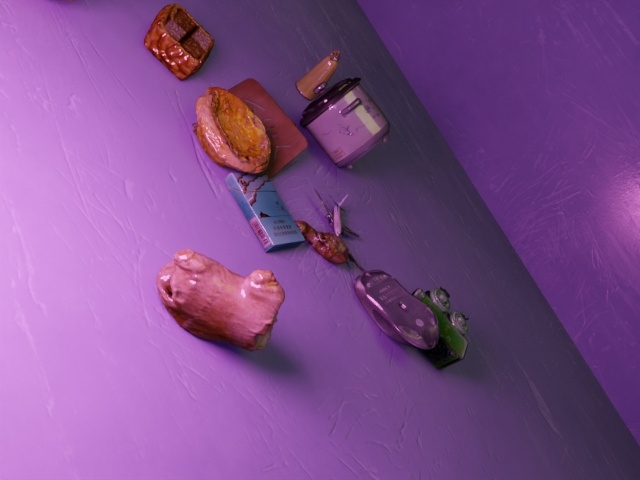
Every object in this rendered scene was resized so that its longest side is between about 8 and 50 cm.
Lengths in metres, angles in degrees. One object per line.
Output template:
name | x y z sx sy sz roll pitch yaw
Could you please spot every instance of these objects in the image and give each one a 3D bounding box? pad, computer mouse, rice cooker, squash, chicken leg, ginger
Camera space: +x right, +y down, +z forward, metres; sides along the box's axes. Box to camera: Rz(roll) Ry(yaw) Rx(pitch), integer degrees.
pad | -0.187 -0.341 1.994 0.284 0.018 0.286 49 40 -6
computer mouse | 0.194 0.183 1.957 0.167 0.090 0.379 -19 59 -41
rice cooker | 0.080 -0.420 2.319 0.316 0.264 0.317 45 -14 14
squash | 0.004 -0.630 2.489 0.094 0.224 0.094 30 37 -26
chicken leg | -0.002 0.001 1.905 0.197 0.069 0.085 32 57 -23
ginger | -0.190 0.110 1.322 0.276 0.221 0.130 48 35 -27

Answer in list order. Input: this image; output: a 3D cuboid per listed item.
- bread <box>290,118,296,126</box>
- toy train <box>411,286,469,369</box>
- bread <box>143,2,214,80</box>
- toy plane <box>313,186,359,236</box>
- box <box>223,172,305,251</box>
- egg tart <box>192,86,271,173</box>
bread | -0.111 -0.357 2.156 0.066 0.060 0.110 58 21 -21
toy train | 0.360 0.269 2.079 0.243 0.132 0.188 49 35 -8
bread | -0.405 -0.569 1.904 0.181 0.096 0.222 41 31 -22
toy plane | 0.051 -0.070 2.067 0.226 0.058 0.226 46 31 -22
box | -0.148 -0.080 1.782 0.229 0.041 0.162 59 27 13
egg tart | -0.253 -0.287 1.804 0.291 0.107 0.291 41 31 -31
